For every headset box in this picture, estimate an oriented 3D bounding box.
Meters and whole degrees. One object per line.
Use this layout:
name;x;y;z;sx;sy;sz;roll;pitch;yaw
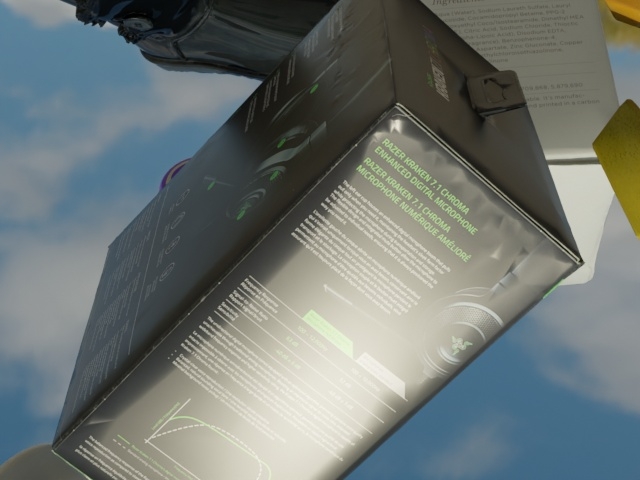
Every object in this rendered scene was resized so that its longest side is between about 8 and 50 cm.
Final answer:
headset box;0.000;0.000;0.841;0.131;0.283;0.246;39;-161;-17

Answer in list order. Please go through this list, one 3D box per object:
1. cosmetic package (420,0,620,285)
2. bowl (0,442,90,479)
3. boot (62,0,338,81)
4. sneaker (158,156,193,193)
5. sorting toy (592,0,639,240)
cosmetic package;0.142;-0.171;1.260;0.156;0.217;0.385;-3;-117;-1
bowl;-0.147;0.283;0.903;0.134;0.298;0.298;14;-154;14
boot;-0.103;-0.209;1.273;0.246;0.094;0.207;3;169;27
sneaker;-0.056;-0.033;1.342;0.293;0.146;0.102;28;-107;39
sorting toy;0.220;-0.015;0.410;0.307;0.229;0.041;8;169;24
